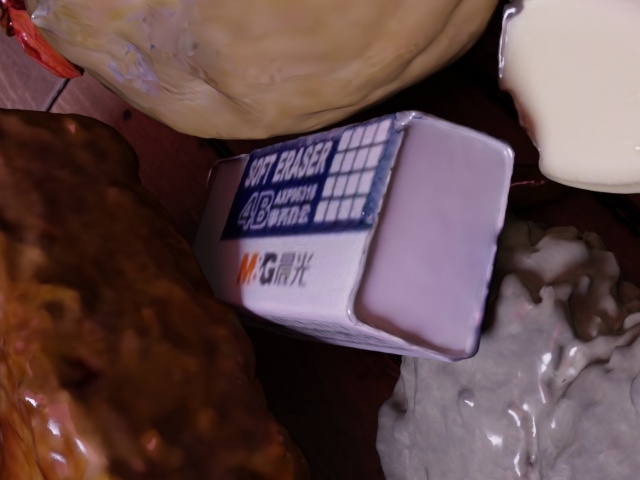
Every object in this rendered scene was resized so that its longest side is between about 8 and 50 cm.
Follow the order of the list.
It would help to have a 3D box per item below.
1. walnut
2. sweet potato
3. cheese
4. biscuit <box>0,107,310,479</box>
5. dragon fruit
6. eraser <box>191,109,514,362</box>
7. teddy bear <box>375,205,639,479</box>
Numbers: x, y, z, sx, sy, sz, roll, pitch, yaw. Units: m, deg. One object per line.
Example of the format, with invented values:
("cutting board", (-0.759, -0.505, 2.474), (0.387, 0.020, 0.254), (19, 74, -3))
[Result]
("walnut", (-0.039, -0.247, 0.591), (0.384, 0.383, 0.383), (-3, 83, 31))
("sweet potato", (0.138, -0.041, 0.655), (0.153, 0.038, 0.041), (-23, 96, 25))
("cheese", (0.202, -0.068, 0.485), (0.255, 0.050, 0.127), (25, 120, 43))
("biscuit", (-0.164, 0.136, 0.678), (0.395, 0.166, 0.342), (63, 144, 20))
("dragon fruit", (-0.282, -0.255, 0.895), (0.192, 0.092, 0.122), (47, 108, 26))
("eraser", (0.000, 0.000, 0.627), (0.287, 0.086, 0.130), (0, 73, 64))
("teddy bear", (0.197, 0.107, 0.538), (0.367, 0.224, 0.357), (45, 110, 42))
